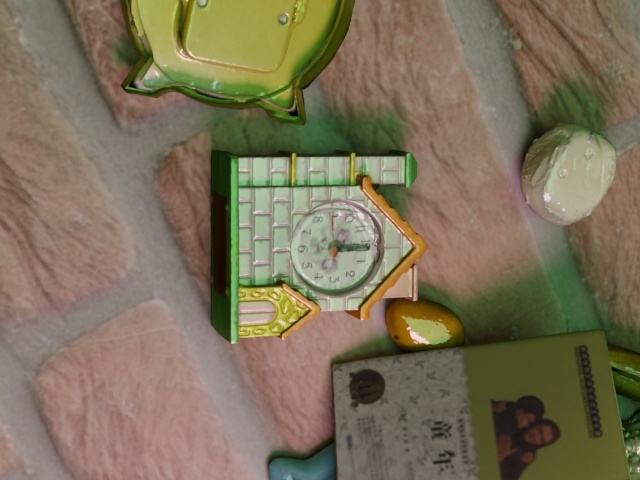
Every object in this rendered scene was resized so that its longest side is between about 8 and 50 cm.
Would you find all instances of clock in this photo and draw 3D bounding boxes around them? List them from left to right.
[{"bbox_3d":[-0.098,-0.291,1.331,0.277,0.071,0.293,14,105,-27],"label":"clock"},{"bbox_3d":[0.000,0.000,1.384,0.255,0.106,0.220,-2,98,-17],"label":"clock"}]

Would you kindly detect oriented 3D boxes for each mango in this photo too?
[{"bbox_3d":[0.134,0.113,1.468,0.114,0.057,0.079,33,94,-16],"label":"mango"}]

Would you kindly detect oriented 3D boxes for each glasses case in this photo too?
[{"bbox_3d":[0.445,0.190,1.563,0.234,0.079,0.064,20,99,-19],"label":"glasses case"}]

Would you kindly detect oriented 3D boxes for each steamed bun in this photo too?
[{"bbox_3d":[0.316,-0.085,1.478,0.112,0.091,0.130,24,91,-21],"label":"steamed bun"}]

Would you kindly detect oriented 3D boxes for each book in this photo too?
[{"bbox_3d":[0.185,0.241,1.385,0.352,0.035,0.239,-9,66,11],"label":"book"}]

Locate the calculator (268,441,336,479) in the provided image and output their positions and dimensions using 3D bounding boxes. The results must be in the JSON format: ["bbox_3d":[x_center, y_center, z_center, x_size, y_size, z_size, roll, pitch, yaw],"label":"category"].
[{"bbox_3d":[0.100,0.407,1.502,0.256,0.054,0.386,-29,109,-12],"label":"calculator"}]

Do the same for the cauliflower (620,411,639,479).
[{"bbox_3d":[0.379,0.351,1.473,0.281,0.327,0.260,10,85,-44],"label":"cauliflower"}]
